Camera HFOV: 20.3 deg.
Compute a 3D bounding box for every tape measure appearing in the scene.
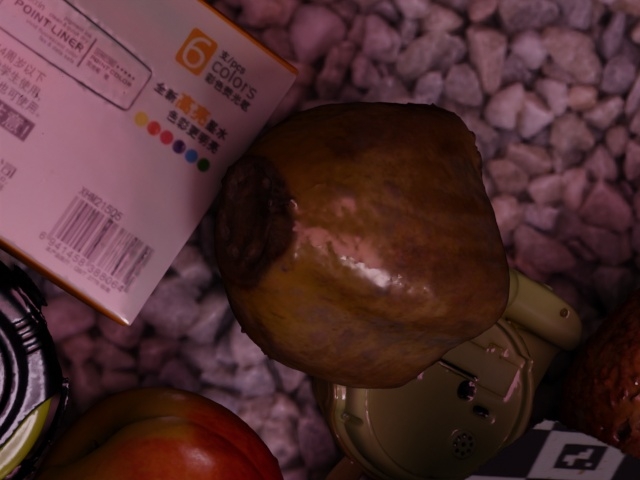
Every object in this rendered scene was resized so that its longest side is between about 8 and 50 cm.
[{"bbox_3d":[-0.263,0.089,1.178,0.186,0.112,0.199,-21,109,-10],"label":"tape measure"}]

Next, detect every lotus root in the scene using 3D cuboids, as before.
[{"bbox_3d":[0.000,-0.001,1.208,0.180,0.199,0.188,7,57,-46],"label":"lotus root"}]

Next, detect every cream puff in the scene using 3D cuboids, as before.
[{"bbox_3d":[0.291,0.116,1.350,0.240,0.164,0.240,-4,124,-6],"label":"cream puff"}]

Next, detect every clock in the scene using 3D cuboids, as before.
[{"bbox_3d":[0.080,0.118,1.331,0.170,0.069,0.232,28,86,-22],"label":"clock"}]

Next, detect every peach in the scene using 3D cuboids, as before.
[{"bbox_3d":[-0.106,0.201,1.208,0.190,0.190,0.192,-39,118,-13],"label":"peach"}]

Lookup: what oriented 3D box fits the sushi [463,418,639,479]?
[{"bbox_3d":[0.165,0.218,1.295,0.292,0.294,0.059,24,44,-30],"label":"sushi"}]

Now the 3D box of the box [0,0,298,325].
[{"bbox_3d":[-0.183,-0.104,1.195,0.274,0.091,0.221,38,81,-20],"label":"box"}]
